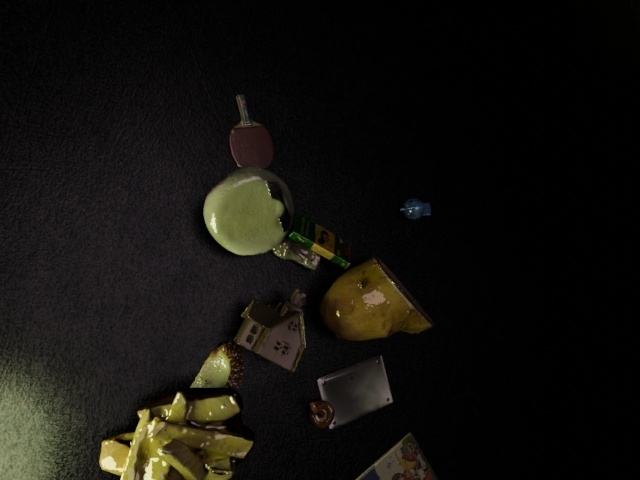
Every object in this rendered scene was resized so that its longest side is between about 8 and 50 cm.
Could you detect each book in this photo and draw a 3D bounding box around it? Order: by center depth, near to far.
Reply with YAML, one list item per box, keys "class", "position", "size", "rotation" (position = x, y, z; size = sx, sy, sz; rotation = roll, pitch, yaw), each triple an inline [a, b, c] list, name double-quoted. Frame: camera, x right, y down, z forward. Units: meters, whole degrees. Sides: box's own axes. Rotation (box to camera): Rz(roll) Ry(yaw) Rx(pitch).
- class: "book"
  position: [0.264, 0.884, 1.799]
  size: [0.323, 0.018, 0.228]
  rotation: [-32, 96, -23]

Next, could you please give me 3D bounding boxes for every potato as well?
- class: "potato"
  position: [0.175, 0.242, 1.759]
  size: [0.296, 0.289, 0.397]
  rotation: [-38, 142, 6]

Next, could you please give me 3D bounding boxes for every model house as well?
- class: "model house"
  position: [-0.140, 0.256, 1.596]
  size: [0.205, 0.211, 0.243]
  rotation: [33, 75, -18]

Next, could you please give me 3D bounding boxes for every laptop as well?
- class: "laptop"
  position: [0.127, 0.539, 1.783]
  size: [0.269, 0.015, 0.187]
  rotation: [-15, 91, -23]

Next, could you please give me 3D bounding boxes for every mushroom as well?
- class: "mushroom"
  position: [-0.002, 0.574, 1.687]
  size: [0.088, 0.072, 0.129]
  rotation: [-15, 124, 13]

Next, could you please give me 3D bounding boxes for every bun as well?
- class: "bun"
  position: [-0.237, -0.104, 1.620]
  size: [0.294, 0.187, 0.292]
  rotation: [-6, 112, -17]

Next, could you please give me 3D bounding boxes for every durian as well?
- class: "durian"
  position: [-0.323, 0.435, 1.562]
  size: [0.139, 0.144, 0.252]
  rotation: [27, 78, 5]

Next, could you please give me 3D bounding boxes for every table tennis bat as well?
- class: "table tennis bat"
  position: [-0.249, -0.373, 1.731]
  size: [0.154, 0.021, 0.273]
  rotation: [-12, 90, -24]

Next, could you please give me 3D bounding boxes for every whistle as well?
- class: "whistle"
  position: [0.377, -0.124, 1.931]
  size: [0.158, 0.090, 0.090]
  rotation: [-5, 86, -23]

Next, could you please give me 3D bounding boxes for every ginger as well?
- class: "ginger"
  position: [-0.389, 0.620, 1.401]
  size: [0.414, 0.211, 0.358]
  rotation: [-25, 99, 4]

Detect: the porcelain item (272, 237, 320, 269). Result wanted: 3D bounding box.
- class: "porcelain item"
  position: [-0.106, 0.031, 1.724]
  size: [0.216, 0.069, 0.081]
  rotation: [21, 81, -15]

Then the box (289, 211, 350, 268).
- class: "box"
  position: [0.000, 0.000, 1.742]
  size: [0.235, 0.034, 0.132]
  rotation: [29, 30, -17]
